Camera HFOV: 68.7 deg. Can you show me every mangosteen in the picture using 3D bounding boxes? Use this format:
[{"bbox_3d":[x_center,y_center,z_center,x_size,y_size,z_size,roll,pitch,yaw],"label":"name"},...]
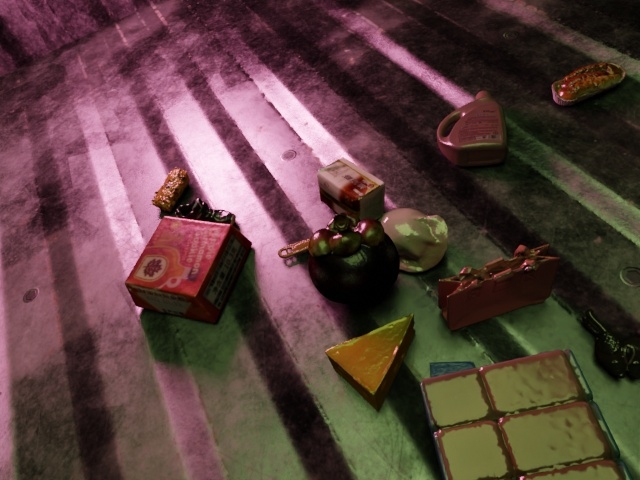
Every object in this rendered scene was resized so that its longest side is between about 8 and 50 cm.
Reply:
[{"bbox_3d":[0.060,0.029,0.969,0.194,0.230,0.194,-17,33,11],"label":"mangosteen"}]

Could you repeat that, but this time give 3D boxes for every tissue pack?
[{"bbox_3d":[0.074,-0.116,1.144,0.099,0.106,0.149,-33,51,-25],"label":"tissue pack"}]

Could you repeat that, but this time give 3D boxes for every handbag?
[{"bbox_3d":[0.333,0.089,0.892,0.213,0.157,0.059,-19,52,2],"label":"handbag"}]

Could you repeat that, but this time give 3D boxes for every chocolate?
[{"bbox_3d":[-0.320,0.058,1.134,0.235,0.108,0.237,9,56,20],"label":"chocolate"}]

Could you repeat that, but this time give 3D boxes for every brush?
[{"bbox_3d":[0.000,0.000,1.143,0.218,0.010,0.082,-21,51,-3],"label":"brush"}]

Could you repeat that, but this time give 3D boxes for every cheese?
[{"bbox_3d":[0.120,0.214,0.901,0.171,0.093,0.126,-41,52,-16],"label":"cheese"}]

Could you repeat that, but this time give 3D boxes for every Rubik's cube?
[{"bbox_3d":[0.287,0.322,0.690,0.222,0.231,0.224,-14,54,6],"label":"Rubik's cube"}]

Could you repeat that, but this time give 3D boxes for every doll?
[{"bbox_3d":[0.554,0.197,0.818,0.139,0.057,0.165,-6,58,8],"label":"doll"}]

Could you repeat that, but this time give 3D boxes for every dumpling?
[{"bbox_3d":[0.193,-0.004,1.051,0.177,0.092,0.150,8,71,11],"label":"dumpling"}]

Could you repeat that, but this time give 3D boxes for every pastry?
[{"bbox_3d":[-0.428,-0.147,1.351,0.080,0.056,0.140,13,65,32],"label":"pastry"}]

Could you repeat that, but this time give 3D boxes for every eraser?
[{"bbox_3d":[0.248,0.260,0.872,0.085,0.027,0.063,-5,52,12],"label":"eraser"}]

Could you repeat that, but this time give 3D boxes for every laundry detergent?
[{"bbox_3d":[0.390,-0.298,1.216,0.171,0.076,0.237,-2,54,14],"label":"laundry detergent"}]

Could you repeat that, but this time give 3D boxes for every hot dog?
[{"bbox_3d":[0.704,-0.415,1.230,0.192,0.053,0.099,-20,55,3],"label":"hot dog"}]

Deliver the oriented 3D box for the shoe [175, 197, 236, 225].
[{"bbox_3d":[-0.311,-0.070,1.229,0.169,0.099,0.071,1,52,15],"label":"shoe"}]
